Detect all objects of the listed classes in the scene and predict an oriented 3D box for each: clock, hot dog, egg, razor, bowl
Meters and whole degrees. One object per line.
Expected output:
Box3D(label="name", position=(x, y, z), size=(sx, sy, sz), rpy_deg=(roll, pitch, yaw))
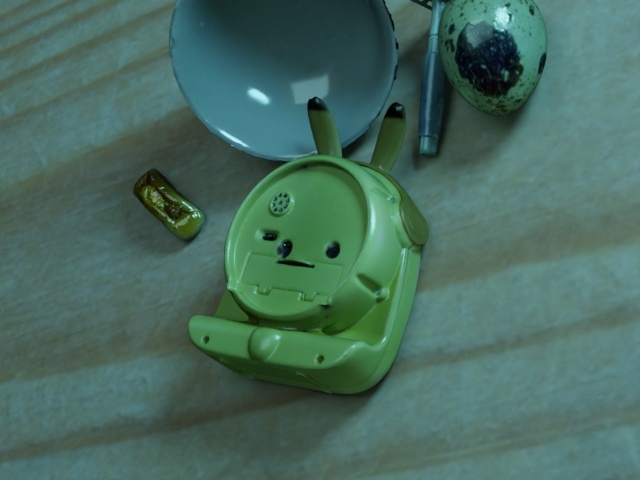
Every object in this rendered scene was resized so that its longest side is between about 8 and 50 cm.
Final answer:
Box3D(label="clock", position=(0.000, 0.000, 1.543), size=(0.170, 0.069, 0.232), rpy_deg=(6, 71, 37))
Box3D(label="hot dog", position=(-0.135, -0.034, 1.682), size=(0.030, 0.034, 0.090), rpy_deg=(-50, 48, 3))
Box3D(label="egg", position=(0.133, -0.149, 1.514), size=(0.085, 0.085, 0.110), rpy_deg=(-13, 64, 30))
Box3D(label="razor", position=(0.092, -0.134, 1.565), size=(0.040, 0.068, 0.135), rpy_deg=(-3, 77, 37))
Box3D(label="bowl", position=(-0.022, -0.167, 1.615), size=(0.189, 0.189, 0.086), rpy_deg=(-29, 13, 21))
